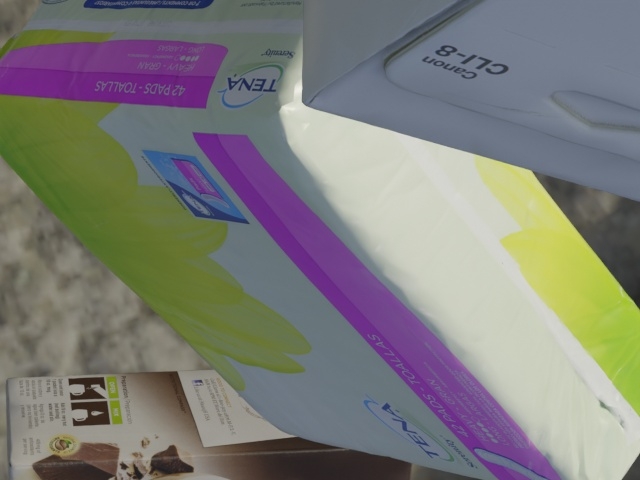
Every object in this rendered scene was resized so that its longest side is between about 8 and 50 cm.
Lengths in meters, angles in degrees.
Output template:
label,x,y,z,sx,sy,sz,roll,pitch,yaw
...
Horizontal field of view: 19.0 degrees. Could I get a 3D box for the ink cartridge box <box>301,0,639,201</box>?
label,x,y,z,sx,sy,sz,roll,pitch,yaw
ink cartridge box,0.081,-0.115,0.467,0.128,0.176,0.127,13,158,-30

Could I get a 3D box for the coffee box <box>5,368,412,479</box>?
label,x,y,z,sx,sy,sz,roll,pitch,yaw
coffee box,-0.089,0.197,1.466,0.297,0.119,0.168,-3,120,-10

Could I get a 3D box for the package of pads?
label,x,y,z,sx,sy,sz,roll,pitch,yaw
package of pads,0.000,0.000,0.892,0.296,0.229,0.101,49,62,-36
